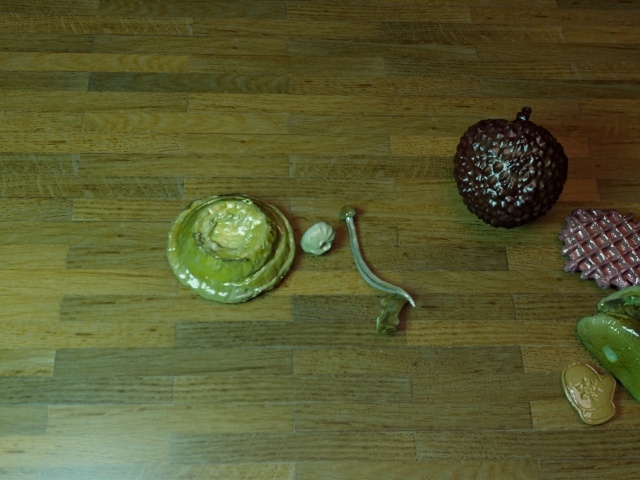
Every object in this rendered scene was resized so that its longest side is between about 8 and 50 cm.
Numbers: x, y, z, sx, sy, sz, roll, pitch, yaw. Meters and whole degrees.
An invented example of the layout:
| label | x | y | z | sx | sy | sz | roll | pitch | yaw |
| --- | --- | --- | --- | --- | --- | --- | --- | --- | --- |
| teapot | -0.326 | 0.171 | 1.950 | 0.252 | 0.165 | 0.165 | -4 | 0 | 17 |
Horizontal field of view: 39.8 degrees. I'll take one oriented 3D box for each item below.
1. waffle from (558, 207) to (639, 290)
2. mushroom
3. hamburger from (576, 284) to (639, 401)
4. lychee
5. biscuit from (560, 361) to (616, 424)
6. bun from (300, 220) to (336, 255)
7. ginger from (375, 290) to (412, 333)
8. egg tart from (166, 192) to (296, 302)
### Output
| label | x | y | z | sx | sy | sz | roll | pitch | yaw |
| --- | --- | --- | --- | --- | --- | --- | --- | --- | --- |
| waffle | 0.664 | 0.015 | 2.043 | 0.234 | 0.055 | 0.221 | 16 | 60 | 6 |
| mushroom | 0.114 | 0.046 | 1.986 | 0.043 | 0.068 | 0.306 | -4 | 52 | -37 |
| hamburger | 0.704 | 0.210 | 1.872 | 0.168 | 0.192 | 0.288 | -31 | 67 | -30 |
| lychee | 0.430 | -0.172 | 2.013 | 0.264 | 0.264 | 0.300 | 15 | 79 | 4 |
| biscuit | 0.579 | 0.319 | 1.885 | 0.118 | 0.023 | 0.140 | -23 | 64 | -15 |
| bun | 0.000 | 0.000 | 1.988 | 0.086 | 0.086 | 0.055 | -33 | 62 | -20 |
| ginger | 0.154 | 0.161 | 1.934 | 0.044 | 0.057 | 0.137 | 51 | 49 | -27 |
| egg tart | -0.198 | -0.003 | 1.960 | 0.290 | 0.115 | 0.290 | 2 | 59 | -4 |
